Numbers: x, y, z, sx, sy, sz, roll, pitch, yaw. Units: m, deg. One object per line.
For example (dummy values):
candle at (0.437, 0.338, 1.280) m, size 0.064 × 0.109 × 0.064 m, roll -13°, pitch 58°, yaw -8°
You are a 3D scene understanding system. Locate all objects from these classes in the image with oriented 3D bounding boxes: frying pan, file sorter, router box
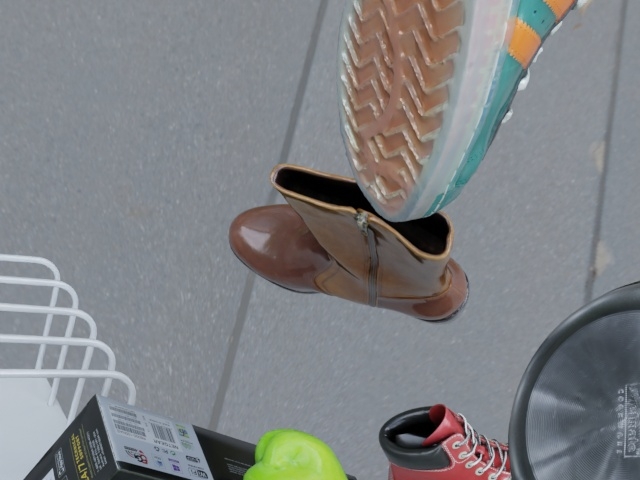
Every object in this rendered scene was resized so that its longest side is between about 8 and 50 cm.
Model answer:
frying pan at (0.223, 0.120, 0.469) m, size 0.053 × 0.326 × 0.197 m, roll 29°, pitch 83°, yaw -37°
file sorter at (-0.318, 0.138, 0.887) m, size 0.192 × 0.277 × 0.173 m, roll 6°, pitch 109°, yaw -34°
router box at (-0.129, 0.277, 0.773) m, size 0.243 × 0.309 × 0.081 m, roll -49°, pitch 42°, yaw 14°

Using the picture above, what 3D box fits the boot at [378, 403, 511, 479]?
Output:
boot at (0.187, 0.231, 0.950) m, size 0.244 × 0.176 × 0.088 m, roll -4°, pitch 45°, yaw 8°

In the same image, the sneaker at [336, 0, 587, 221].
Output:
sneaker at (0.094, -0.137, 0.428) m, size 0.121 × 0.302 × 0.108 m, roll -11°, pitch 45°, yaw -28°

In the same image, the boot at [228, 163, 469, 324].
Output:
boot at (0.000, 0.000, 0.808) m, size 0.264 × 0.280 × 0.096 m, roll 25°, pitch 84°, yaw 18°

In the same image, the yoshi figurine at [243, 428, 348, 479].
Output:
yoshi figurine at (-0.005, 0.206, 0.430) m, size 0.203 × 0.362 × 0.204 m, roll -32°, pitch 88°, yaw -36°
